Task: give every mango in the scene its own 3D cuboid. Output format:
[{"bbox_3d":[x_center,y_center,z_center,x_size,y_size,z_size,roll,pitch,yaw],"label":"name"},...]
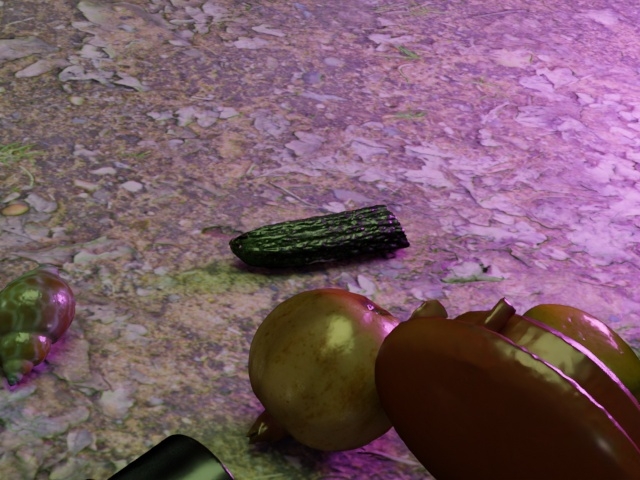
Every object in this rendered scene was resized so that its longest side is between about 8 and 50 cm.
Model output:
[{"bbox_3d":[0.338,0.159,1.954,0.137,0.098,0.195,-24,51,-40],"label":"mango"}]

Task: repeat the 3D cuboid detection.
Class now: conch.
[{"bbox_3d":[-0.371,0.094,1.928,0.116,0.106,0.173,-22,20,-6],"label":"conch"}]

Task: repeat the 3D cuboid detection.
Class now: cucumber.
[{"bbox_3d":[0.001,0.000,2.156,0.265,0.077,0.077,-12,38,-22],"label":"cucumber"}]

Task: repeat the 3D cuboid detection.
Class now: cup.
[{"bbox_3d":[-0.202,0.329,1.605,0.177,0.239,0.166,-29,89,-34],"label":"cup"}]

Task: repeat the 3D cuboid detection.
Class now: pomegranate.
[{"bbox_3d":[0.015,0.156,1.815,0.207,0.207,0.207,4,34,-3],"label":"pomegranate"}]

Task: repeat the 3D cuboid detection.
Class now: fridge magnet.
[{"bbox_3d":[0.219,0.211,1.627,0.363,0.364,0.155,28,61,28],"label":"fridge magnet"}]
